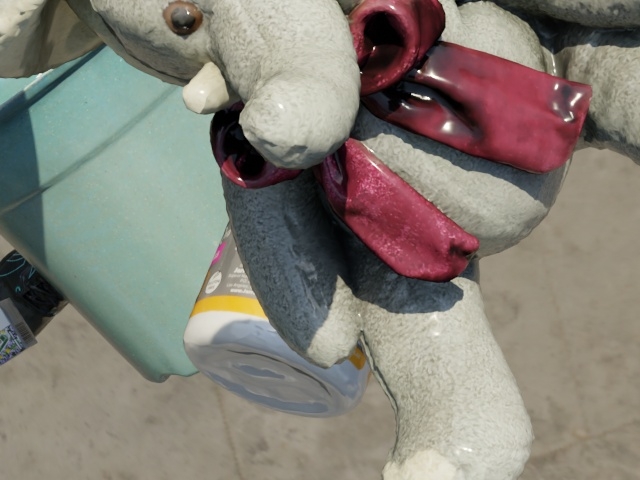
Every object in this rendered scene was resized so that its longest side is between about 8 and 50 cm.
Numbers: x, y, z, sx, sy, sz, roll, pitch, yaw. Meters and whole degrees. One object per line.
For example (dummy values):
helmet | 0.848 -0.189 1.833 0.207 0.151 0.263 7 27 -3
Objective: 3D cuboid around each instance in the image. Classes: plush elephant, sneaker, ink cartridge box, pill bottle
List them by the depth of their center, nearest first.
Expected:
plush elephant | 0.011 -0.082 0.578 0.272 0.330 0.255 -45 142 22
pill bottle | 0.000 0.000 1.137 0.162 0.162 0.278 28 63 -14
ink cartridge box | -0.389 0.121 1.513 0.115 0.029 0.063 -32 91 24
sneaker | -0.340 0.035 1.646 0.101 0.106 0.267 32 98 -23

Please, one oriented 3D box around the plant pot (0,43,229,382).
plant pot | -0.181 -0.058 1.340 0.341 0.341 0.334 -41 109 -12
